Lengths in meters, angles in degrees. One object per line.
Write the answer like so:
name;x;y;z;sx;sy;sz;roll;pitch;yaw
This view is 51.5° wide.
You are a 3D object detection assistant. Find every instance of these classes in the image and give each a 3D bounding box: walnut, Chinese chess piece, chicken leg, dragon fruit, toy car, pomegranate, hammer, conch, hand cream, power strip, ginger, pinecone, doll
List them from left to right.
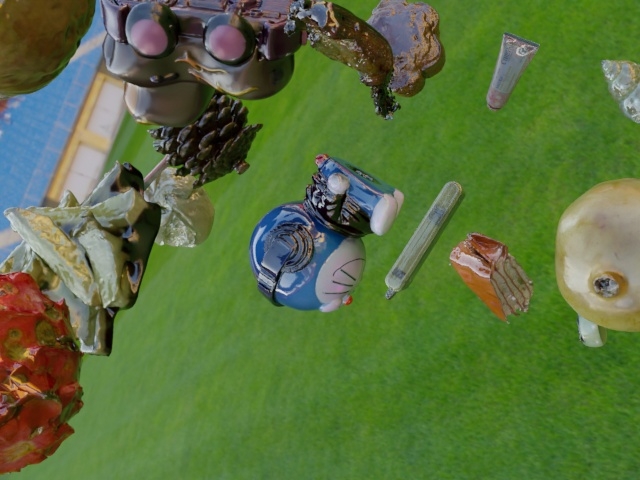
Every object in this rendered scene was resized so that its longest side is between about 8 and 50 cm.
dragon fruit;-0.372;0.127;0.729;0.210;0.205;0.268;105;141;-70
walnut;-0.678;-0.490;1.434;0.354;0.308;0.397;-27;41;43
ginger;-0.497;0.031;1.254;0.358;0.211;0.413;40;99;44
hammer;-0.449;-0.148;1.705;0.288;0.111;0.033;-42;32;16
pinecone;-0.266;-0.244;1.477;0.224;0.273;0.224;-50;-1;-1
toy car;-0.191;-0.310;1.102;0.271;0.341;0.240;-81;-3;-51
doll;0.000;0.000;1.277;0.309;0.240;0.284;-58;-19;14
chicken leg;0.053;-0.248;0.923;0.106;0.253;0.051;1;65;41
power strip;0.289;0.004;1.887;0.387;0.066;0.092;-60;-21;9
hand cream;0.359;-0.318;1.269;0.043;0.067;0.209;-59;-12;-19
Chinese chess piece;0.479;0.146;1.169;0.034;0.084;0.084;-9;58;34
pomegranate;0.464;0.023;0.992;0.233;0.233;0.233;-50;28;39
conch;0.694;-0.326;1.432;0.116;0.106;0.172;-31;69;-1

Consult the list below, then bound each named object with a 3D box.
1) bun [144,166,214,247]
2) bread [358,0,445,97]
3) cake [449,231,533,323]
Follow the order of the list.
bun;-0.405;-0.078;1.807;0.210;0.237;0.116;-36;9;17
bread;0.197;-0.474;1.627;0.232;0.135;0.246;-36;69;15
cake;0.385;0.082;1.469;0.135;0.287;0.098;16;65;48
